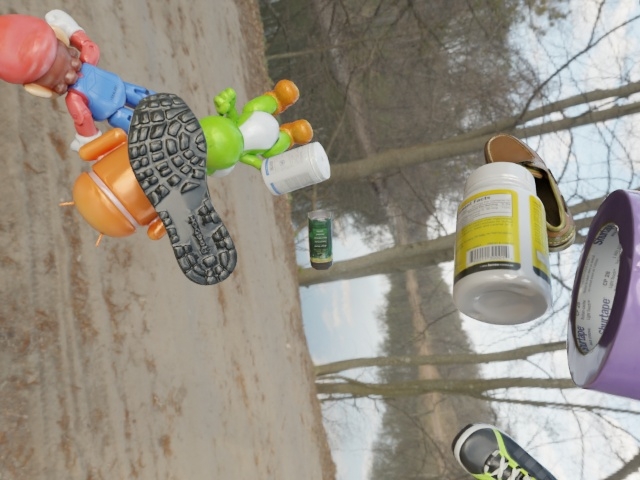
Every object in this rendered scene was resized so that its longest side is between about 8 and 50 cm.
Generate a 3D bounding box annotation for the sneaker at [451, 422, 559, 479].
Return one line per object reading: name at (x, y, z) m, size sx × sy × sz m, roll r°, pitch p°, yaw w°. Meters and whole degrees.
sneaker at (0.311, 0.360, 0.701) m, size 0.084 × 0.235 × 0.097 m, roll -57°, pitch -174°, yaw -8°

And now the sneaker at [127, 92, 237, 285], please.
sneaker at (-0.215, -0.071, 0.701) m, size 0.124 × 0.107 × 0.283 m, roll -174°, pitch -111°, yaw -70°

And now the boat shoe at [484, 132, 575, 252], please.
boat shoe at (0.433, -0.125, 0.964) m, size 0.104 × 0.111 × 0.307 m, roll 40°, pitch 24°, yaw -53°

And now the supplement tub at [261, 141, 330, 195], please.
supplement tub at (-0.044, -0.126, 0.823) m, size 0.071 × 0.107 × 0.070 m, roll -14°, pitch 90°, yaw -71°

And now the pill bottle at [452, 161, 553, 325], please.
pill bottle at (0.246, -0.001, 0.637) m, size 0.119 × 0.119 × 0.208 m, roll 66°, pitch 31°, yaw -48°

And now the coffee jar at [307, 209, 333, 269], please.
coffee jar at (0.000, 0.000, 1.501) m, size 0.096 × 0.079 × 0.184 m, roll -99°, pitch -174°, yaw -67°

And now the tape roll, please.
tape roll at (0.293, 0.052, 0.423) m, size 0.189 × 0.080 × 0.188 m, roll 11°, pitch 90°, yaw -72°

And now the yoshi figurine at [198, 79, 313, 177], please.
yoshi figurine at (-0.164, -0.234, 1.033) m, size 0.362 × 0.204 × 0.203 m, roll -36°, pitch 155°, yaw -36°

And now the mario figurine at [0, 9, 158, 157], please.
mario figurine at (-0.433, -0.272, 0.834) m, size 0.321 × 0.170 × 0.198 m, roll 27°, pitch 29°, yaw -45°

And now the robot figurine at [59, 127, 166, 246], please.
robot figurine at (-0.305, -0.093, 0.763) m, size 0.128 × 0.219 × 0.158 m, roll 38°, pitch -19°, yaw 36°
